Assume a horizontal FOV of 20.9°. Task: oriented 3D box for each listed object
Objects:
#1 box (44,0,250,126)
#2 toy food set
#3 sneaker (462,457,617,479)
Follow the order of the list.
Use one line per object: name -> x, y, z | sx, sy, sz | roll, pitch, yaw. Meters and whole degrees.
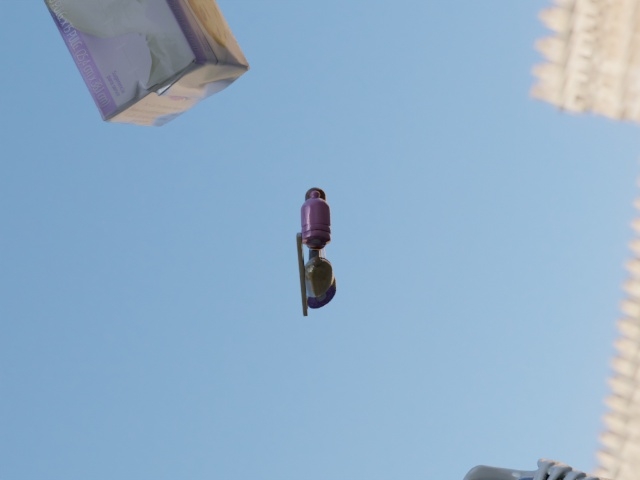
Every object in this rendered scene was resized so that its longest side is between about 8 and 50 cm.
box -> -0.143, -0.211, 0.894 | 0.063, 0.324, 0.067 | -30, -11, 19
toy food set -> 0.000, 0.000, 1.133 | 0.122, 0.019, 0.077 | -81, -13, -68
sneaker -> 0.161, 0.173, 1.002 | 0.095, 0.235, 0.090 | 45, -112, -13
